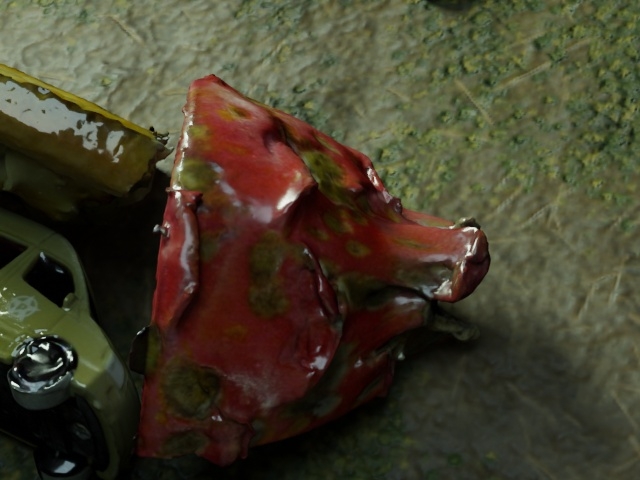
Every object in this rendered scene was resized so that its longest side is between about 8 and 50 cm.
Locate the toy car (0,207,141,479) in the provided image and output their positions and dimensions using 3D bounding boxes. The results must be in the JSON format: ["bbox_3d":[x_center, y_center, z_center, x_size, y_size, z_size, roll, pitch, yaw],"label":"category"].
[{"bbox_3d":[-0.203,0.045,1.170,0.256,0.101,0.124,22,54,24],"label":"toy car"}]

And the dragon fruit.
[{"bbox_3d":[0.000,0.000,1.136,0.211,0.134,0.262,10,44,-10],"label":"dragon fruit"}]

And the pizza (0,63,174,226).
[{"bbox_3d":[-0.213,-0.074,1.206,0.323,0.223,0.089,23,88,24],"label":"pizza"}]
